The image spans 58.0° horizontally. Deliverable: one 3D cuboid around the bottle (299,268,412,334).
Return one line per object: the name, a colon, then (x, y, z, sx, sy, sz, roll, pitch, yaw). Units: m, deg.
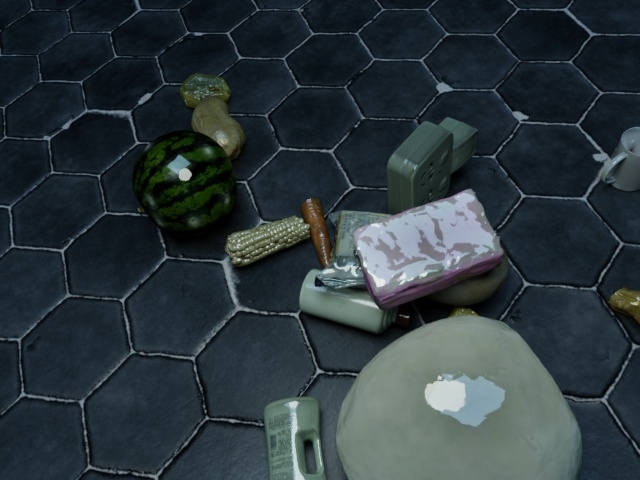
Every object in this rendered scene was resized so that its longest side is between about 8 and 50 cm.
bottle: (0.082, 0.140, 1.273, 0.244, 0.104, 0.104, 14, 59, 17)

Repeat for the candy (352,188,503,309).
candy: (0.203, 0.021, 1.124, 0.264, 0.116, 0.156, -19, 65, -3)

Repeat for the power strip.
power strip: (0.251, -0.194, 1.400, 0.141, 0.230, 0.261, 33, 66, 26)

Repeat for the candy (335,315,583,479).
candy: (0.234, 0.338, 1.049, 0.426, 0.186, 0.387, -18, 67, 9)

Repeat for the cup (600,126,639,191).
cup: (0.742, -0.195, 1.398, 0.135, 0.133, 0.099, -2, 57, 6)

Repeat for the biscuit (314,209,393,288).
biscuit: (0.091, 0.017, 1.301, 0.185, 0.079, 0.309, 4, 33, 3)

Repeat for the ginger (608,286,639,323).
ginger: (0.719, 0.150, 1.202, 0.205, 0.081, 0.115, 38, 99, 19)

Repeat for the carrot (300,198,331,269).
carrot: (0.000, 0.000, 1.416, 0.057, 0.057, 0.224, -15, 61, -3)

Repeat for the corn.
corn: (-0.131, -0.003, 1.413, 0.210, 0.087, 0.087, -21, 56, -12)

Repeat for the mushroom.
mushroom: (0.298, 0.039, 1.256, 0.226, 0.178, 0.226, 6, 24, -3)

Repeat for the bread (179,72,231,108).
bread: (-0.346, -0.451, 1.748, 0.156, 0.064, 0.118, 9, 59, 14)

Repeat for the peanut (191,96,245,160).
peanut: (-0.288, -0.311, 1.616, 0.122, 0.137, 0.253, -50, 52, 28)

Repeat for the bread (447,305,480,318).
bread: (0.330, 0.220, 1.217, 0.103, 0.065, 0.187, -31, 59, -20)

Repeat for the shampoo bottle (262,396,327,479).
shampoo bottle: (-0.046, 0.428, 1.105, 0.118, 0.087, 0.234, -9, 56, 2)

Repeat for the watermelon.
watermelon: (-0.335, -0.140, 1.431, 0.268, 0.269, 0.269, -3, 56, 5)
